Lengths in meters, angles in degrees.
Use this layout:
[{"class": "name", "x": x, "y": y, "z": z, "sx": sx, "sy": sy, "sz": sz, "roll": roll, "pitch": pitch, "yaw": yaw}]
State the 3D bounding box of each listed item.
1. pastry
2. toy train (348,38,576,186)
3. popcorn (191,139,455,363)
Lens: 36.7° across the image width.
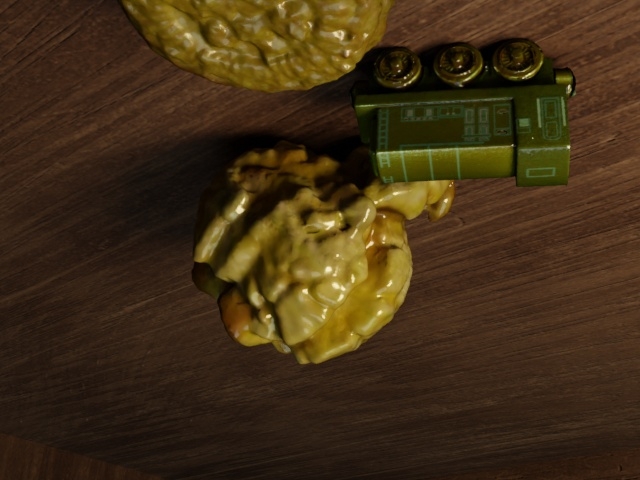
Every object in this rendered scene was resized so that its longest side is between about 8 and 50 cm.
[{"class": "pastry", "x": -0.055, "y": -0.228, "z": 0.782, "sx": 0.240, "sy": 0.132, "sz": 0.235, "roll": 3, "pitch": 154, "yaw": 1}, {"class": "toy train", "x": 0.139, "y": -0.121, "z": 0.958, "sx": 0.225, "sy": 0.137, "sz": 0.090, "roll": -3, "pitch": 152, "yaw": 11}, {"class": "popcorn", "x": 0.000, "y": 0.000, "z": 1.095, "sx": 0.332, "sy": 0.265, "sz": 0.225, "roll": -24, "pitch": 141, "yaw": 13}]
